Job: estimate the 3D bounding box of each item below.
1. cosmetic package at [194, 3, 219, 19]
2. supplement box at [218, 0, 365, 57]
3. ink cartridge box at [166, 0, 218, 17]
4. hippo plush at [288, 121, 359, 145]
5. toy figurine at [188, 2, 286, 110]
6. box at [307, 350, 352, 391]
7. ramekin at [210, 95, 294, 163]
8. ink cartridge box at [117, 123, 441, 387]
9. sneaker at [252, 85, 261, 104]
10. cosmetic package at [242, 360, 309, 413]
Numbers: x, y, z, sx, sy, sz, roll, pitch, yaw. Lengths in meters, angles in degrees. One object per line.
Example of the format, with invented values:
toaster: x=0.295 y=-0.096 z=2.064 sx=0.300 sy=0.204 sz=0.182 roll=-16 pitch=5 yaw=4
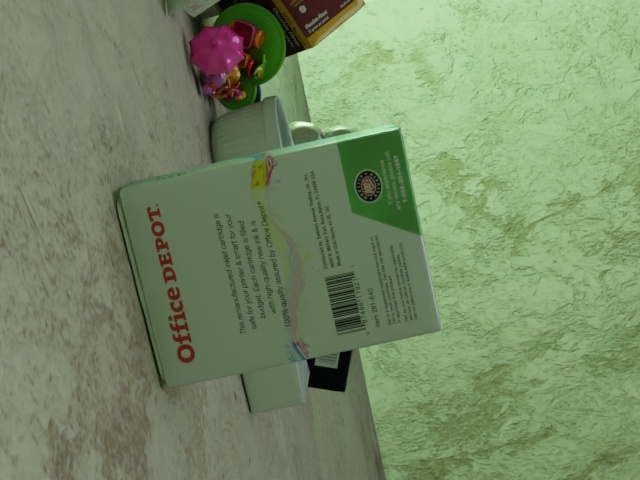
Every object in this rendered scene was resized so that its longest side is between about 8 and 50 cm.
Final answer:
cosmetic package: x=-0.190 y=-0.390 z=1.660 sx=0.115 sy=0.041 sz=0.060 roll=63 pitch=16 yaw=-72
supplement box: x=-0.069 y=-0.404 z=1.742 sx=0.191 sy=0.129 sz=0.194 roll=55 pitch=-25 yaw=-17
ink cartridge box: x=-0.163 y=-0.389 z=1.521 sx=0.061 sy=0.104 sz=0.181 roll=32 pitch=40 yaw=-46
hippo plush: x=0.014 y=-0.071 z=2.083 sx=0.294 sy=0.234 sz=0.236 roll=56 pitch=-13 yaw=13
toy figurine: x=-0.146 y=-0.267 z=1.636 sx=0.159 sy=0.130 sz=0.173 roll=-37 pitch=148 yaw=-65
box: x=0.016 y=0.186 z=2.095 sx=0.158 sy=0.093 sz=0.156 roll=-87 pitch=-174 yaw=-73
ramekin: x=-0.097 y=-0.112 z=1.681 sx=0.207 sy=0.109 sz=0.207 roll=-12 pitch=90 yaw=-85
ink cartridge box: x=-0.038 y=0.012 z=1.084 sx=0.117 sy=0.278 sz=0.201 roll=-91 pitch=169 yaw=-80
sneaker: x=-0.148 y=-0.267 z=1.815 sx=0.188 sy=0.067 sz=0.078 roll=74 pitch=27 yaw=-56
cosmetic package: x=-0.078 y=0.110 z=1.514 sx=0.117 sy=0.085 sz=0.231 roll=-82 pitch=159 yaw=-74
